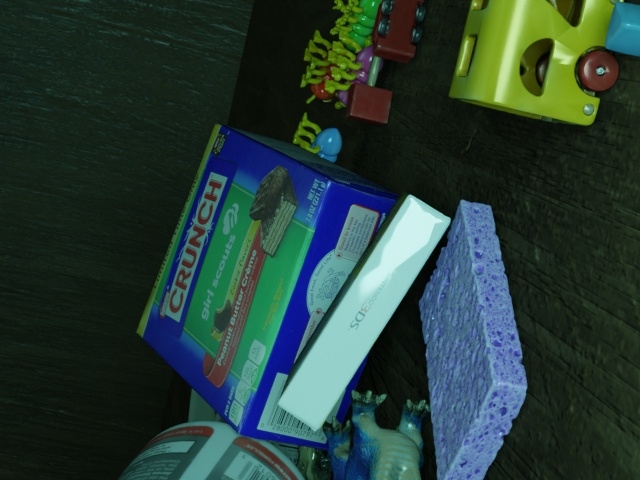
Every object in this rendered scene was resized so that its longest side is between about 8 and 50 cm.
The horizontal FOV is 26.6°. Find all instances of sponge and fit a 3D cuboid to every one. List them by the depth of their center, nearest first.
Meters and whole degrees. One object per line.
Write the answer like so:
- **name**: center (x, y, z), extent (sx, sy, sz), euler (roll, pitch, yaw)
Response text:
- **sponge**: center (0.114, 0.079, 1.043), extent (0.210, 0.031, 0.117), euler (-91, 16, -51)

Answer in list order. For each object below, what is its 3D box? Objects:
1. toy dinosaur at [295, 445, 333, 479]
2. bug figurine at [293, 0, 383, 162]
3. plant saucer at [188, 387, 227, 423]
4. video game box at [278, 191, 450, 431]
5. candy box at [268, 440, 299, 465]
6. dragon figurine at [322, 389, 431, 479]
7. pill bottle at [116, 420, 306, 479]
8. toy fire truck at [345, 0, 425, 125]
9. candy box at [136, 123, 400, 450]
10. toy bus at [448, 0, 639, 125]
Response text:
- **toy dinosaur**: center (-0.011, 0.256, 1.443), extent (0.118, 0.064, 0.268), euler (-175, 93, -88)
- **bug figurine**: center (0.024, -0.196, 1.700), extent (0.279, 0.072, 0.216), euler (-83, 17, -48)
- **plant saucer**: center (-0.101, 0.137, 1.917), extent (0.400, 0.100, 0.401), euler (-169, 90, -80)
- **video game box**: center (0.037, 0.054, 1.173), extent (0.205, 0.048, 0.187), euler (-58, 2, 3)
- **candy box**: center (-0.026, 0.157, 1.579), extent (0.159, 0.071, 0.234), euler (-169, 92, -78)
- **dragon figurine**: center (0.041, 0.217, 1.131), extent (0.289, 0.085, 0.144), euler (125, 154, -62)
- **pill bottle**: center (-0.152, 0.340, 1.235), extent (0.363, 0.210, 0.210), euler (-50, -19, -59)
- **toy fire truck**: center (0.078, -0.236, 1.524), extent (0.135, 0.047, 0.192), euler (144, 137, -76)
- **candy box**: center (-0.055, 0.037, 1.437), extent (0.317, 0.122, 0.268), euler (31, 102, 62)
- **toy bus**: center (0.151, -0.176, 0.922), extent (0.191, 0.104, 0.202), euler (114, 163, -48)
